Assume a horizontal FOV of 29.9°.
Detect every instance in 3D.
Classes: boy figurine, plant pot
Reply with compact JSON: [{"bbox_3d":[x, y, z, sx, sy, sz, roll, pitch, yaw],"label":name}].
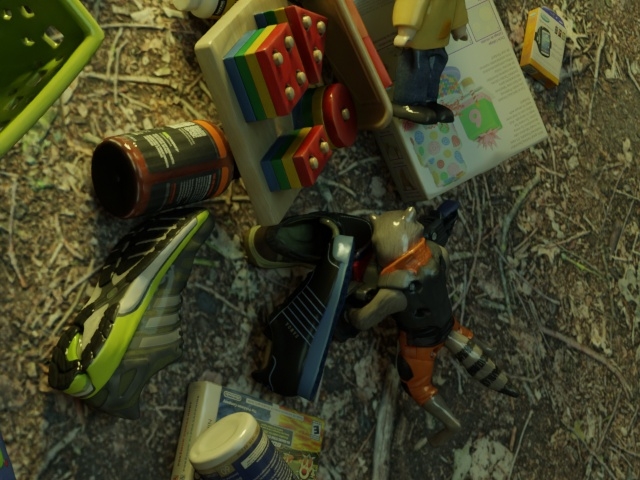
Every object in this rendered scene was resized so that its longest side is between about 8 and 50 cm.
[{"bbox_3d":[0.163,-0.309,1.673,0.177,0.092,0.285,-7,112,-54],"label":"boy figurine"},{"bbox_3d":[-0.410,-0.203,1.270,0.227,0.207,0.228,49,53,-23],"label":"plant pot"}]

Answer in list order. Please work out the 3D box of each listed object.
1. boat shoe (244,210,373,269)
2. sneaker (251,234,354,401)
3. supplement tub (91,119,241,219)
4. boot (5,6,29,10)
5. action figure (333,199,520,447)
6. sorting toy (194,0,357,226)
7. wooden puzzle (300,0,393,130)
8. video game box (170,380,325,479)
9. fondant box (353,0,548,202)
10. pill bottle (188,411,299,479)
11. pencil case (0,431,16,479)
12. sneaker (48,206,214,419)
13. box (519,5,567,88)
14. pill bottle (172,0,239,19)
[{"bbox_3d":[-0.001,-0.001,1.669,0.223,0.073,0.080,-5,84,-41],"label":"boat shoe"},{"bbox_3d":[-0.021,0.094,1.600,0.090,0.081,0.232,16,76,8],"label":"sneaker"},{"bbox_3d":[-0.182,-0.094,1.511,0.198,0.106,0.106,-16,91,-42],"label":"supplement tub"},{"bbox_3d":[-0.367,-0.370,1.434,0.086,0.069,0.190,-19,94,-47],"label":"boot"},{"bbox_3d":[0.173,0.078,1.741,0.341,0.178,0.330,-48,122,-33],"label":"action figure"},{"bbox_3d":[-0.039,-0.194,1.576,0.255,0.089,0.257,-60,137,-54],"label":"sorting toy"},{"bbox_3d":[0.039,-0.272,1.679,0.044,0.221,0.238,-22,98,-8],"label":"wooden puzzle"},{"bbox_3d":[-0.095,0.297,1.541,0.205,0.048,0.187,23,69,-35],"label":"video game box"},{"bbox_3d":[0.174,-0.254,1.818,0.238,0.096,0.330,-27,98,-21],"label":"fondant box"},{"bbox_3d":[-0.077,0.301,1.460,0.094,0.094,0.169,-47,111,-37],"label":"pill bottle"},{"bbox_3d":[-0.400,0.196,1.246,0.133,0.119,0.306,-23,96,-71],"label":"pencil case"},{"bbox_3d":[-0.212,0.084,1.462,0.121,0.111,0.300,50,58,-34],"label":"sneaker"},{"bbox_3d":[0.396,-0.347,2.122,0.081,0.028,0.136,30,60,-33],"label":"box"},{"bbox_3d":[-0.141,-0.332,1.626,0.116,0.065,0.065,-5,84,-41],"label":"pill bottle"}]
